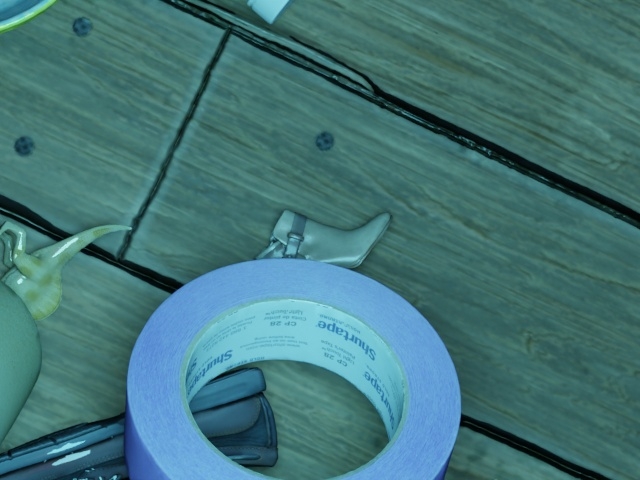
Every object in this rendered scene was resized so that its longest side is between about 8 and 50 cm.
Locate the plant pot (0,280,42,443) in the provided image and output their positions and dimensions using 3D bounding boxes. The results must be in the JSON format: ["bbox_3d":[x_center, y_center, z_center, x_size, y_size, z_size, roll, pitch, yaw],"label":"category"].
[{"bbox_3d":[-0.357,0.128,1.445,0.256,0.256,0.274,56,33,1],"label":"plant pot"}]

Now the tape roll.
[{"bbox_3d":[-0.025,0.146,1.482,0.275,0.090,0.274,4,49,-4],"label":"tape roll"}]

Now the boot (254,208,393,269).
[{"bbox_3d":[0.000,0.000,1.645,0.087,0.042,0.118,37,78,-1],"label":"boot"}]

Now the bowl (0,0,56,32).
[{"bbox_3d":[-0.331,-0.301,1.569,0.290,0.156,0.289,1,82,-10],"label":"bowl"}]

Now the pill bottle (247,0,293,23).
[{"bbox_3d":[-0.090,-0.289,1.632,0.187,0.112,0.112,41,78,-3],"label":"pill bottle"}]

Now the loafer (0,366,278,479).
[{"bbox_3d":[-0.178,0.199,1.558,0.303,0.109,0.095,-19,90,-15],"label":"loafer"}]

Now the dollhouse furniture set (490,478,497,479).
[{"bbox_3d":[0.142,0.341,1.561,0.212,0.161,0.242,-26,87,-12],"label":"dollhouse furniture set"}]

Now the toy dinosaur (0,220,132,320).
[{"bbox_3d":[-0.263,0.025,1.600,0.183,0.053,0.092,-45,107,-5],"label":"toy dinosaur"}]
